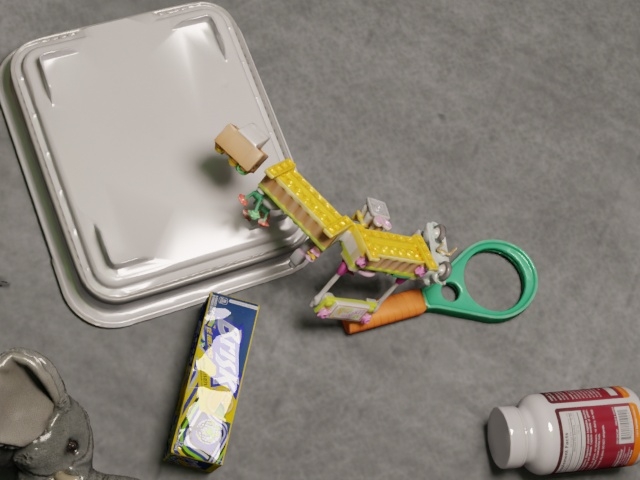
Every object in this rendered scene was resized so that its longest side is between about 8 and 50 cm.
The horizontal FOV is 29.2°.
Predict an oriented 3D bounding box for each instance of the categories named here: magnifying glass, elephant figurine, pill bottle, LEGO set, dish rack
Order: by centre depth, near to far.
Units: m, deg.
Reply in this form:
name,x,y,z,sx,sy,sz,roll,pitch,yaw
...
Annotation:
name,x,y,z,sx,sy,sz,roll,pitch,yaw
elephant figurine,-0.292,0.175,1.142,0.239,0.186,0.169,-13,32,-28
LEGO set,0.000,0.000,1.242,0.287,0.107,0.132,26,35,-21
pill bottle,0.257,0.200,1.284,0.152,0.086,0.086,-2,72,-14
dish rack,-0.168,-0.098,1.294,0.285,0.072,0.333,-17,75,-18
magnifying glass,0.132,0.059,1.336,0.231,0.026,0.092,-14,75,-17

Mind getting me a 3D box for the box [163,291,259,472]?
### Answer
name,x,y,z,sx,sy,sz,roll,pitch,yaw
box,-0.109,0.142,1.229,0.054,0.059,0.169,16,69,-10
